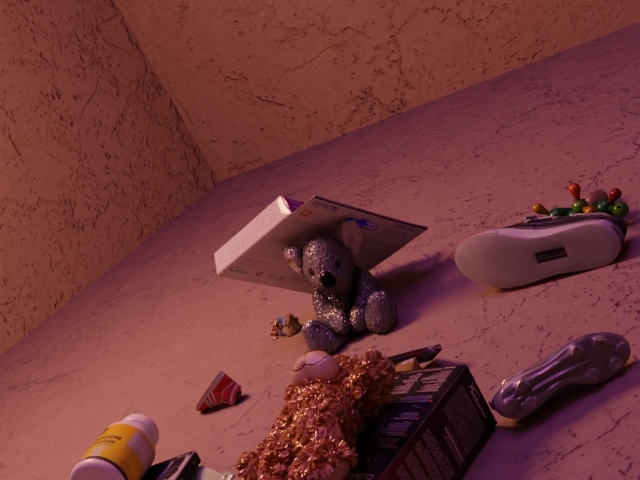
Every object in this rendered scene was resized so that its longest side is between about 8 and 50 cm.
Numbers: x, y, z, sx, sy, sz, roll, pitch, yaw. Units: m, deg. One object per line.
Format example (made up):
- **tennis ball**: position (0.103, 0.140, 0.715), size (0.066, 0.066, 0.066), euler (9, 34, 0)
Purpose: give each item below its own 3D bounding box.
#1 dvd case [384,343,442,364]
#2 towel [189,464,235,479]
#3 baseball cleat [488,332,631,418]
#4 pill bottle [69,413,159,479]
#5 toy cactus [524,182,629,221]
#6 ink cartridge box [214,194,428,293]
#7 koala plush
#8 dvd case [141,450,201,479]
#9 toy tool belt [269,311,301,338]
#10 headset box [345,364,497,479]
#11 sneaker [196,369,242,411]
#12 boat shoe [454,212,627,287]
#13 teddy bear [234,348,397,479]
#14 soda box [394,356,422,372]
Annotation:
- **dvd case**: position (0.137, 0.201, 1.638), size (0.119, 0.013, 0.087), euler (-15, -17, -10)
- **towel**: position (-0.309, 0.481, 1.625), size (0.325, 0.038, 0.248), euler (-37, 16, -29)
- **baseball cleat**: position (0.328, 0.182, 1.378), size (0.206, 0.072, 0.109), euler (-22, 0, -6)
- **pill bottle**: position (-0.344, 0.373, 1.678), size (0.103, 0.103, 0.184), euler (-24, 13, 20)
- **toy cactus**: position (0.487, -0.060, 1.861), size (0.219, 0.112, 0.180), euler (-27, 3, 44)
- **ink cartridge box**: position (0.000, 0.000, 2.065), size (0.324, 0.071, 0.330), euler (15, -40, -40)
- **koala plush**: position (0.031, 0.079, 1.972), size (0.196, 0.221, 0.203), euler (-25, 15, 17)
- **dvd case**: position (-0.318, 0.447, 1.632), size (0.179, 0.029, 0.238), euler (-23, 14, 24)
- **toy tool belt**: position (-0.085, 0.183, 2.172), size (0.083, 0.051, 0.052), euler (-15, 20, 43)
- **headset box**: position (0.074, 0.306, 1.353), size (0.218, 0.110, 0.293), euler (-15, 20, 44)
- **sneaker**: position (-0.202, 0.319, 1.978), size (0.118, 0.067, 0.042), euler (-56, 0, 35)
- **boat shoe**: position (0.395, 0.004, 1.768), size (0.306, 0.113, 0.105), euler (-16, 13, 33)
- **teddy bear**: position (-0.011, 0.233, 1.239), size (0.245, 0.113, 0.338), euler (-49, 3, 40)
- **soda box**: position (0.084, 0.255, 1.598), size (0.181, 0.061, 0.058), euler (-23, 16, 21)
